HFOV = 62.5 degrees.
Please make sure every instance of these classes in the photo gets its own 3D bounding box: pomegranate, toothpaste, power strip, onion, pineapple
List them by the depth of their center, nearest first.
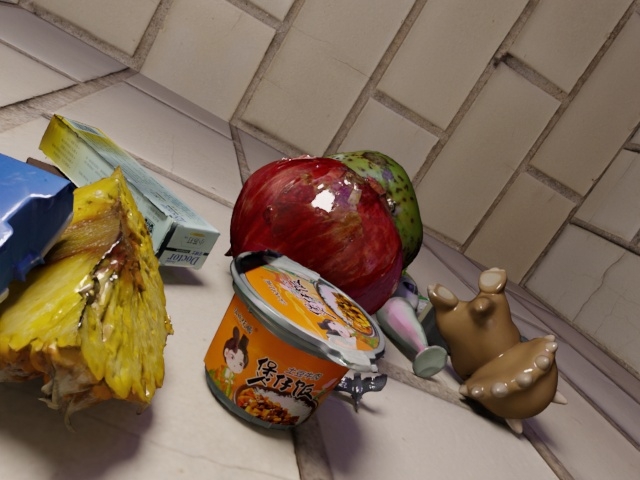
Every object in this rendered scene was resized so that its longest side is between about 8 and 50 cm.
[{"bbox_3d":[-0.208,0.066,0.427,0.249,0.164,0.139,-124,-168,-53],"label":"pineapple"},{"bbox_3d":[-0.271,-0.074,0.733,0.313,0.071,0.089,37,11,27],"label":"toothpaste"},{"bbox_3d":[0.000,0.000,0.777,0.276,0.276,0.276,30,12,-7],"label":"onion"},{"bbox_3d":[0.037,-0.032,1.075,0.285,0.284,0.341,26,-20,-25],"label":"pomegranate"},{"bbox_3d":[0.323,0.203,1.104,0.257,0.105,0.070,29,12,-17],"label":"power strip"}]

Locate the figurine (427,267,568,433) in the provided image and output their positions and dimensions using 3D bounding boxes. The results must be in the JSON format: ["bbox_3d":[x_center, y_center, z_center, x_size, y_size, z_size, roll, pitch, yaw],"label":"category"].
[{"bbox_3d":[0.302,0.189,0.880,0.177,0.247,0.173,-14,15,-8],"label":"figurine"}]

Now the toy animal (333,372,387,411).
[{"bbox_3d":[0.045,0.189,0.660,0.084,0.050,0.028,-4,-22,0],"label":"toy animal"}]

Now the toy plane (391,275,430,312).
[{"bbox_3d":[0.175,0.107,1.191,0.174,0.080,0.174,30,14,-9],"label":"toy plane"}]

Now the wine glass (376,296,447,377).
[{"bbox_3d":[0.161,0.166,0.930,0.073,0.073,0.155,25,13,-26],"label":"wine glass"}]

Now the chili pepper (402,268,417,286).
[{"bbox_3d":[0.182,0.064,1.414,0.204,0.073,0.072,28,-1,-20],"label":"chili pepper"}]

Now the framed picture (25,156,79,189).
[{"bbox_3d":[-0.328,-0.057,0.749,0.169,0.023,0.128,22,15,-37],"label":"framed picture"}]

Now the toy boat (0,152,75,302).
[{"bbox_3d":[-0.326,-0.039,0.341,0.296,0.088,0.129,20,39,-4],"label":"toy boat"}]

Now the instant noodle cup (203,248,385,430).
[{"bbox_3d":[-0.040,0.109,0.544,0.178,0.125,0.208,28,12,-21],"label":"instant noodle cup"}]
